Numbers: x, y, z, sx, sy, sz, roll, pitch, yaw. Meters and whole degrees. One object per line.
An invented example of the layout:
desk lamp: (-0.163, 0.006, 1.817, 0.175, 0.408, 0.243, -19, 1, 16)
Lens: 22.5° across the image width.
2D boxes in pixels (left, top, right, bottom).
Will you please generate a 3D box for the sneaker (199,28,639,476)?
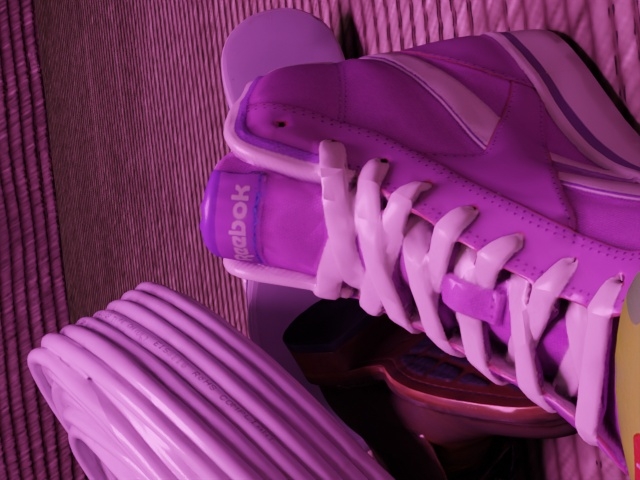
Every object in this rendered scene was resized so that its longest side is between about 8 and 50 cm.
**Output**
sneaker: (0.047, 0.015, 0.541, 0.282, 0.161, 0.102, -125, 34, -59)

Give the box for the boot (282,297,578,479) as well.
boot: (0.071, 0.078, 0.697, 0.106, 0.082, 0.219, 61, 160, -17)

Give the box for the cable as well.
cable: (-0.031, 0.130, 0.764, 0.257, 0.089, 0.257, 53, 164, -10)

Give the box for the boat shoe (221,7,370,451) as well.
boat shoe: (0.000, 0.000, 0.872, 0.084, 0.095, 0.258, 90, 174, -65)

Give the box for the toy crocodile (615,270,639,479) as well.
toy crocodile: (0.137, 0.102, 0.334, 0.105, 0.115, 0.340, 104, 158, -64)
